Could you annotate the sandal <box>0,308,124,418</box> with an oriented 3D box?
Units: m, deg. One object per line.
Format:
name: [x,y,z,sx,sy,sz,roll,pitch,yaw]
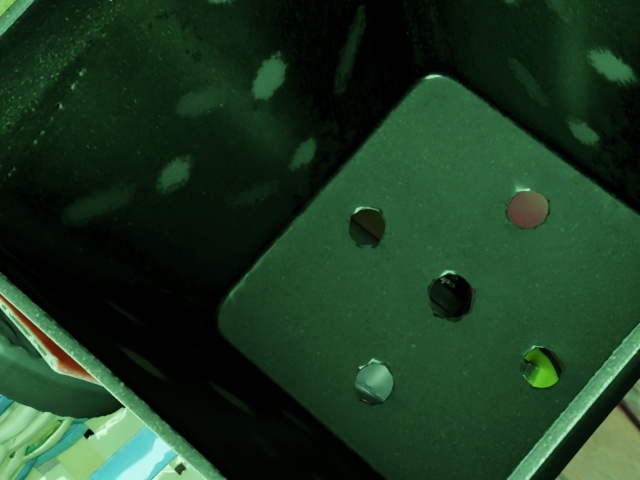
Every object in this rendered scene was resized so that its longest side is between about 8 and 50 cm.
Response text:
sandal: [-0.200,-0.007,0.893,0.167,0.107,0.446,36,-172,-30]

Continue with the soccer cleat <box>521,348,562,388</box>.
soccer cleat: [0.076,0.077,0.741,0.072,0.060,0.179,41,170,-14]

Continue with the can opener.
can opener: [0.000,0.000,0.740,0.186,0.073,0.059,43,172,42]

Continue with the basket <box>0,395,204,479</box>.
basket: [-0.112,0.146,0.982,0.201,0.255,0.289,49,174,1]

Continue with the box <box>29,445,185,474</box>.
box: [-0.250,0.163,1.546,0.181,0.119,0.182,22,151,52]

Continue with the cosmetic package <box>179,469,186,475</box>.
cosmetic package: [-0.013,0.394,1.454,0.385,0.156,0.217,37,159,32]

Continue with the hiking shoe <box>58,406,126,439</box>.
hiking shoe: [-0.172,0.120,1.287,0.132,0.113,0.304,40,161,22]

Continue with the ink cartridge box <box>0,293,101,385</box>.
ink cartridge box: [-0.091,-0.009,0.735,0.239,0.060,0.275,39,-175,31]

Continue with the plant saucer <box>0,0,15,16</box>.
plant saucer: [-0.143,-0.143,0.551,0.188,0.188,0.045,50,-165,-9]

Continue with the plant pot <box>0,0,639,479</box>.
plant pot: [0.028,-0.008,0.484,0.188,0.187,0.167,39,174,23]
